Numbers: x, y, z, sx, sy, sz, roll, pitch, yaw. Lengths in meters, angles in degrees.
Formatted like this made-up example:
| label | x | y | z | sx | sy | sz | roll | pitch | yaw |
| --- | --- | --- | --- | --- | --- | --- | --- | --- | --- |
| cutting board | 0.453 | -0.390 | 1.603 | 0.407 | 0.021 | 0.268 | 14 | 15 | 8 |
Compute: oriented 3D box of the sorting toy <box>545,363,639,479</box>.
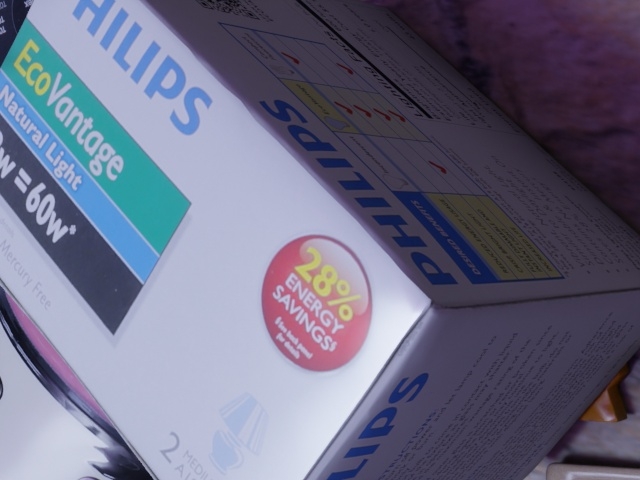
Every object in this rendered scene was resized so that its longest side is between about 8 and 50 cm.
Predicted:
| label | x | y | z | sx | sy | sz | roll | pitch | yaw |
| --- | --- | --- | --- | --- | --- | --- | --- | --- | --- |
| sorting toy | 0.271 | 0.226 | 0.996 | 0.229 | 0.041 | 0.307 | -2 | 92 | 38 |

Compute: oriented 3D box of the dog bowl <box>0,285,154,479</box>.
| label | x | y | z | sx | sy | sz | roll | pitch | yaw |
| --- | --- | --- | --- | --- | --- | --- | --- | --- | --- |
| dog bowl | -0.111 | 0.110 | 1.071 | 0.408 | 0.408 | 0.150 | 46 | 111 | 24 |

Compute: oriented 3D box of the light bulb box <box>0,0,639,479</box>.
| label | x | y | z | sx | sy | sz | roll | pitch | yaw |
| --- | --- | --- | --- | --- | --- | --- | --- | --- | --- |
| light bulb box | 0.000 | 0.000 | 0.936 | 0.358 | 0.361 | 0.225 | 46 | 116 | 27 |

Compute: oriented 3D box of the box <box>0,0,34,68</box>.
| label | x | y | z | sx | sy | sz | roll | pitch | yaw |
| --- | --- | --- | --- | --- | --- | --- | --- | --- | --- |
| box | -0.251 | -0.285 | 1.256 | 0.165 | 0.143 | 0.270 | -13 | 91 | 40 |
